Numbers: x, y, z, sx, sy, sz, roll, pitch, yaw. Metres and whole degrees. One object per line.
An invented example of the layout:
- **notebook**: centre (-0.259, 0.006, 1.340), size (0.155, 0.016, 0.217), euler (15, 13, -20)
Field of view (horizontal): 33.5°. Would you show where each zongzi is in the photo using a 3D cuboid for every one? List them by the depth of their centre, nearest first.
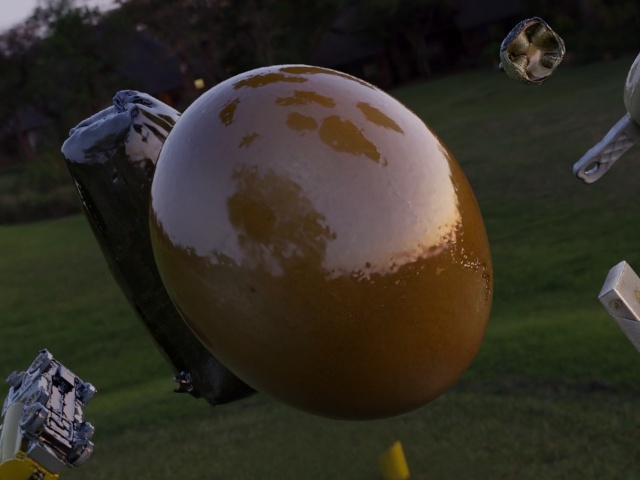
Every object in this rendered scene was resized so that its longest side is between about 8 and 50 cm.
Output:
- **zongzi**: centre (-0.153, -0.016, 1.431), size (0.207, 0.403, 0.432), euler (-30, 6, 12)

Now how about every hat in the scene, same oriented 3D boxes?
- **hat**: centre (0.269, -0.239, 1.375), size (0.077, 0.076, 0.059), euler (-48, 0, -12)

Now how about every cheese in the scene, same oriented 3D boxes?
- **cheese**: centre (0.423, -0.163, 1.298), size (0.163, 0.071, 0.249), euler (3, -50, -36)

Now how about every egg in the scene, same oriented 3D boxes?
- **egg**: centre (0.000, 0.000, 0.956), size (0.282, 0.351, 0.283), euler (-31, -30, -20)

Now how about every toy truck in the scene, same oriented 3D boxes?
- **toy truck**: centre (-0.368, 0.244, 1.386), size (0.114, 0.098, 0.227), euler (-43, 23, 8)

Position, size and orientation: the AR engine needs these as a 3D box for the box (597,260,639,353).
- **box**: centre (0.339, 0.104, 1.056), size (0.024, 0.167, 0.090), euler (-37, 1, 28)
